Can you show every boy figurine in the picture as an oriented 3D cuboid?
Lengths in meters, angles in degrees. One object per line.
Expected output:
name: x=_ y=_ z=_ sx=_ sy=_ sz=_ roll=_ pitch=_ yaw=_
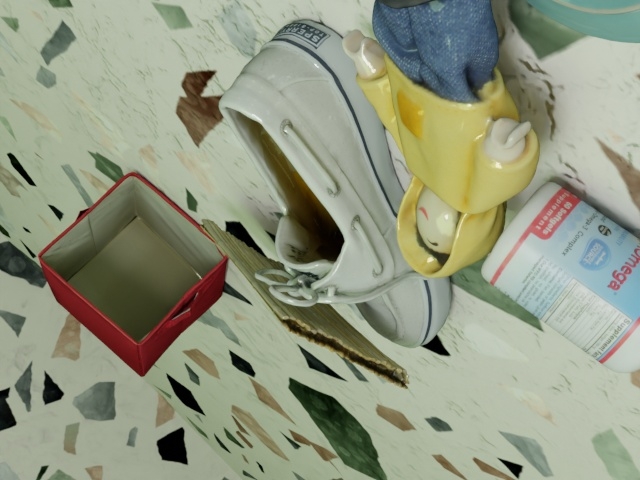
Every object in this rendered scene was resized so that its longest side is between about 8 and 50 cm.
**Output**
boy figurine: x=0.075 y=-0.086 z=0.580 sx=0.177 sy=0.092 sz=0.285 roll=44 pitch=161 yaw=37

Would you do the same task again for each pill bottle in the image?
pill bottle: x=0.202 y=0.036 z=0.602 sx=0.160 sy=0.087 sz=0.087 roll=37 pitch=155 yaw=14

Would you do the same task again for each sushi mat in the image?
sushi mat: x=-0.029 y=0.056 z=0.900 sx=0.151 sy=0.019 sz=0.316 roll=29 pitch=-175 yaw=-27

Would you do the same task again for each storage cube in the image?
storage cube: x=-0.266 y=0.053 z=1.237 sx=0.215 sy=0.183 sz=0.193 roll=39 pitch=157 yaw=8

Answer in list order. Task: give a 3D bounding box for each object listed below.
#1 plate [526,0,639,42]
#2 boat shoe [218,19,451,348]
plate: x=0.138 y=-0.176 z=0.434 sx=0.188 sy=0.024 sz=0.188 roll=36 pitch=155 yaw=20
boat shoe: x=0.006 y=0.001 z=0.762 sx=0.136 sy=0.156 sz=0.367 roll=22 pitch=148 yaw=39
